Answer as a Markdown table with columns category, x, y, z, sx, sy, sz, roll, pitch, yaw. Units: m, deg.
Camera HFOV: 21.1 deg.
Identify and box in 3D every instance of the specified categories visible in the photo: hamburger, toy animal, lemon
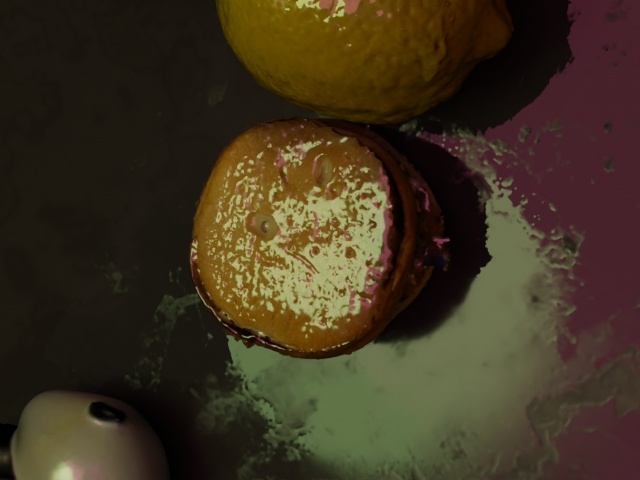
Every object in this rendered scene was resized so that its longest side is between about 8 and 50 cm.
| category | x | y | z | sx | sy | sz | roll | pitch | yaw |
| --- | --- | --- | --- | --- | --- | --- | --- | --- | --- |
| hamburger | -0.008 | 0.003 | 1.272 | 0.182 | 0.118 | 0.191 | 43 | 101 | 19 |
| toy animal | -0.200 | 0.203 | 1.349 | 0.179 | 0.138 | 0.166 | -27 | 101 | 11 |
| lemon | 0.028 | -0.180 | 1.216 | 0.231 | 0.192 | 0.192 | 19 | 97 | 21 |
